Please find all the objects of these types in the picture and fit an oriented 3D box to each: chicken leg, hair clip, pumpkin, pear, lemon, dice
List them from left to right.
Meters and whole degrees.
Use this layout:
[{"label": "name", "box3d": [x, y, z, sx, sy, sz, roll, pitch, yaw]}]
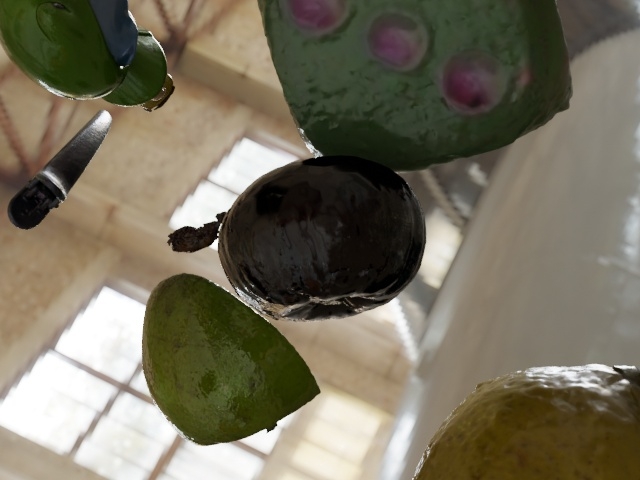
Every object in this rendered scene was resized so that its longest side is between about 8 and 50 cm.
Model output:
[{"label": "hair clip", "box3d": [-0.300, -0.105, 2.038, 0.083, 0.048, 0.275, -44, 9, 31]}, {"label": "pear", "box3d": [-0.174, 0.167, 2.360, 0.288, 0.239, 0.139, -9, 20, 48]}, {"label": "chicken leg", "box3d": [-0.144, -0.007, 1.972, 0.021, 0.083, 0.036, -95, -18, -61]}, {"label": "pumpkin", "box3d": [0.000, 0.000, 1.824, 0.233, 0.233, 0.163, 94, 169, -74]}, {"label": "dice", "box3d": [0.115, -0.272, 1.956, 0.318, 0.330, 0.322, -71, -33, -70]}, {"label": "lemon", "box3d": [0.282, 0.320, 2.005, 0.387, 0.350, 0.350, -54, -5, 5]}]

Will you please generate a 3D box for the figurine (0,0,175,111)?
[{"label": "figurine", "box3d": [-0.244, -0.212, 1.748, 0.143, 0.162, 0.263, -43, -28, 5]}]
